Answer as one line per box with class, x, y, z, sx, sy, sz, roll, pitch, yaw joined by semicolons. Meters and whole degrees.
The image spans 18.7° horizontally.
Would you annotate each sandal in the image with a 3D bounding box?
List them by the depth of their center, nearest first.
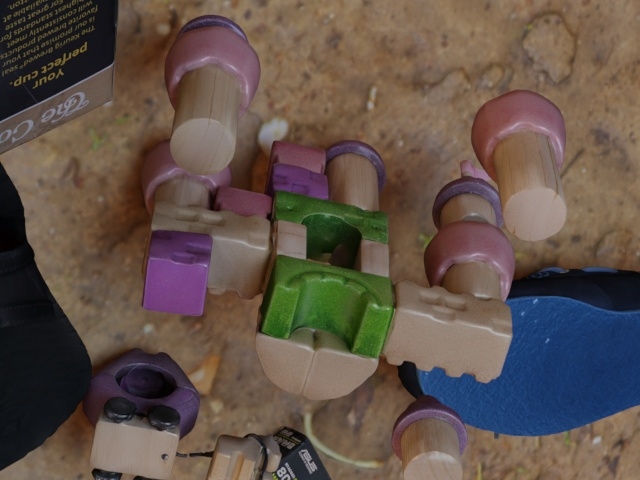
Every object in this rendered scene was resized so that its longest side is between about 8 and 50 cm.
sandal;-0.217;0.051;1.159;0.167;0.107;0.446;-41;155;-7

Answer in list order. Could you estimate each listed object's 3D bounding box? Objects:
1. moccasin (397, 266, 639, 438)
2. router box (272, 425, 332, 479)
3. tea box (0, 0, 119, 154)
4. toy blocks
moccasin;0.196;0.087;1.584;0.342;0.117;0.137;1;106;-33
router box;-0.027;0.220;1.501;0.092;0.038;0.122;-39;118;-23
tea box;-0.297;-0.176;1.051;0.329;0.220;0.323;-29;153;-27
toy blocks;0.000;0.000;1.397;0.289;0.260;0.309;11;119;-7
